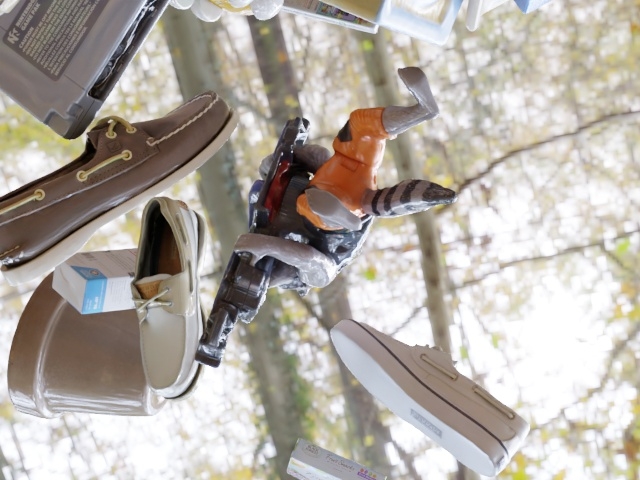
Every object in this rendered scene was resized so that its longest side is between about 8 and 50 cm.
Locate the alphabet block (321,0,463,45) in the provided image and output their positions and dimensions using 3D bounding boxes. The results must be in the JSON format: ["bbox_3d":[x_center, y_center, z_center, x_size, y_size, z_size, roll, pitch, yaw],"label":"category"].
[{"bbox_3d":[0.062,-0.358,1.447,0.197,0.193,0.192,28,-169,27],"label":"alphabet block"}]

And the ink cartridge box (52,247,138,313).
[{"bbox_3d":[-0.311,0.060,1.939,0.180,0.060,0.104,-4,-155,-38],"label":"ink cartridge box"}]

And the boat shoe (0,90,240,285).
[{"bbox_3d":[-0.239,-0.079,1.400,0.324,0.096,0.116,-36,-161,-11],"label":"boat shoe"}]

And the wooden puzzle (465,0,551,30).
[{"bbox_3d":[0.327,-0.396,1.424,0.348,0.322,0.080,-33,-110,-12],"label":"wooden puzzle"}]

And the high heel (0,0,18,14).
[{"bbox_3d":[-0.342,-0.312,1.162,0.093,0.186,0.261,-42,-152,24],"label":"high heel"}]

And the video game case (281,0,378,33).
[{"bbox_3d":[0.043,-0.477,2.181,0.193,0.023,0.212,17,-105,17],"label":"video game case"}]

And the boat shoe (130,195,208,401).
[{"bbox_3d":[-0.229,0.081,1.811,0.113,0.103,0.302,-14,-117,22],"label":"boat shoe"}]

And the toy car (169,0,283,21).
[{"bbox_3d":[-0.149,-0.418,1.934,0.159,0.136,0.182,4,177,28],"label":"toy car"}]

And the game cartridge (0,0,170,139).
[{"bbox_3d":[-0.272,-0.287,1.414,0.198,0.297,0.062,38,-173,26],"label":"game cartridge"}]

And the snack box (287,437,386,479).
[{"bbox_3d":[0.023,0.349,1.859,0.141,0.100,0.037,23,-115,5],"label":"snack box"}]

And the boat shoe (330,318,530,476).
[{"bbox_3d":[0.133,0.171,1.514,0.267,0.096,0.088,35,-117,24],"label":"boat shoe"}]

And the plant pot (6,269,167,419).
[{"bbox_3d":[-0.366,0.198,2.103,0.229,0.263,0.263,16,-148,14],"label":"plant pot"}]

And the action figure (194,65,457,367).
[{"bbox_3d":[0.000,0.000,1.370,0.341,0.178,0.330,-69,-171,-25],"label":"action figure"}]
